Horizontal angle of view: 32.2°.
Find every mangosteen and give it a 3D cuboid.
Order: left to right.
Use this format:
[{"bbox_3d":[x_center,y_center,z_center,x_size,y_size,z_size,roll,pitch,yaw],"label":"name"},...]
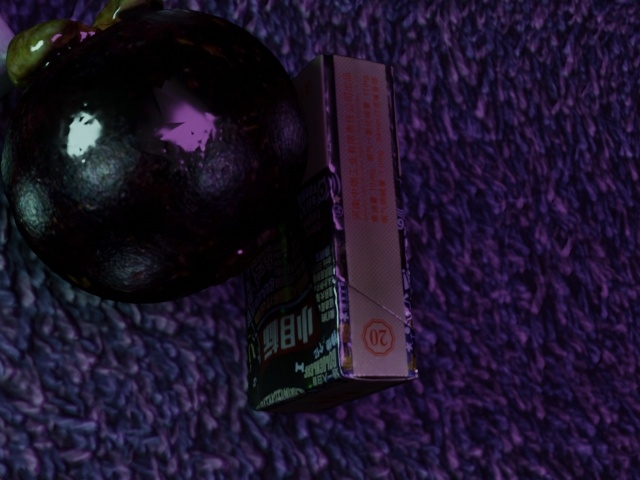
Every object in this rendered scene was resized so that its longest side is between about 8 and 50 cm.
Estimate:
[{"bbox_3d":[-0.153,-0.088,0.989,0.288,0.288,0.288,8,71,-25],"label":"mangosteen"}]

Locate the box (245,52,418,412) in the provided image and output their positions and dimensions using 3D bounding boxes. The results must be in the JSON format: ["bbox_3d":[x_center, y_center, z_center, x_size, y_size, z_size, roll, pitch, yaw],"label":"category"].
[{"bbox_3d":[0.000,0.000,1.080,0.084,0.198,0.310,5,72,-27],"label":"box"}]

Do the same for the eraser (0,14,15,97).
[{"bbox_3d":[-0.418,-0.230,0.991,0.189,0.104,0.290,-36,92,-27],"label":"eraser"}]
